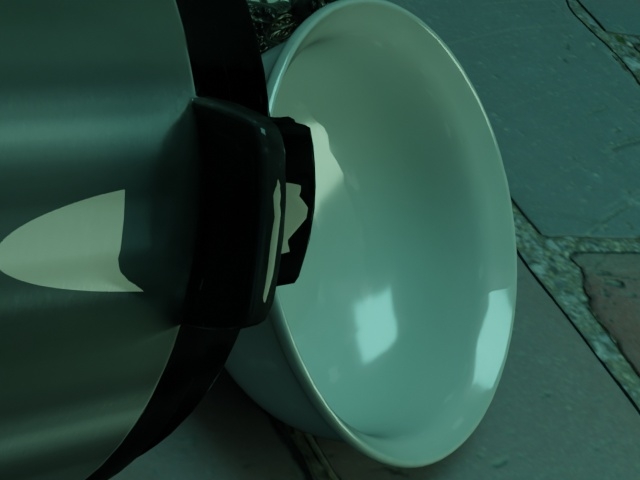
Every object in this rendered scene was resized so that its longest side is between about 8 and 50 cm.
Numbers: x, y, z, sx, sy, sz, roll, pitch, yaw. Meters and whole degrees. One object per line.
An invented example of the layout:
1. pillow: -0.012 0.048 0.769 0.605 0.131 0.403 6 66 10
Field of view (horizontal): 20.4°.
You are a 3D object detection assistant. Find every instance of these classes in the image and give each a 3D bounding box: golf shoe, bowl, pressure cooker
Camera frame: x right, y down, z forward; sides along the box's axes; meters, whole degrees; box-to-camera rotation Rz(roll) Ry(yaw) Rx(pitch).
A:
1. golf shoe: -0.058 -0.189 1.465 0.198 0.077 0.094 -13 41 -21
2. bowl: 0.000 0.000 1.151 0.298 0.134 0.297 13 73 -53
3. pressure cooker: -0.233 -0.037 0.802 0.420 0.375 0.370 -7 59 -49
